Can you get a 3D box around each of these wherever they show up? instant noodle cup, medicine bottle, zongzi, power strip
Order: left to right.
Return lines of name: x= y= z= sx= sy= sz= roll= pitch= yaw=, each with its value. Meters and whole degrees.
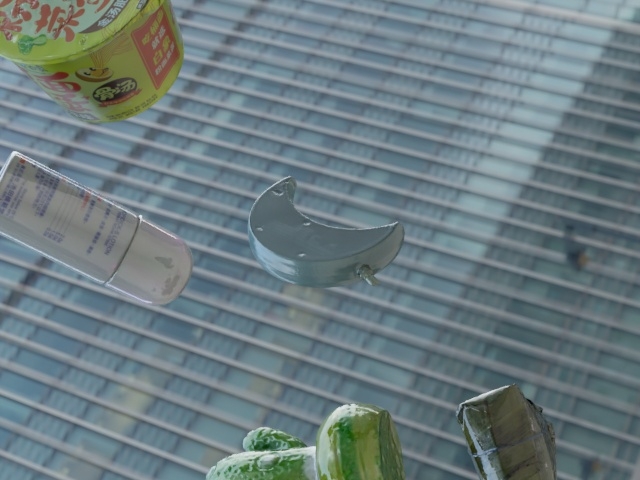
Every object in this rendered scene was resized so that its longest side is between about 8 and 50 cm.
medicine bottle: x=-0.361 y=-0.009 z=2.222 sx=0.130 sy=0.341 sz=0.130 roll=-56 pitch=16 yaw=26
instant noodle cup: x=-0.351 y=-0.335 z=2.170 sx=0.311 sy=0.311 sz=0.221 roll=-64 pitch=-25 yaw=-20
power strip: x=0.000 y=0.000 z=1.973 sx=0.167 sy=0.253 sz=0.054 roll=-39 pitch=-41 yaw=-32
zongzi: x=0.309 y=0.366 z=2.108 sx=0.274 sy=0.125 sz=0.251 roll=71 pitch=-166 yaw=17

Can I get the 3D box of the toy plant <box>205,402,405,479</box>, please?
toy plant: x=-0.037 y=0.361 z=2.188 sx=0.224 sy=0.316 sz=0.184 roll=-84 pitch=-23 yaw=-55
